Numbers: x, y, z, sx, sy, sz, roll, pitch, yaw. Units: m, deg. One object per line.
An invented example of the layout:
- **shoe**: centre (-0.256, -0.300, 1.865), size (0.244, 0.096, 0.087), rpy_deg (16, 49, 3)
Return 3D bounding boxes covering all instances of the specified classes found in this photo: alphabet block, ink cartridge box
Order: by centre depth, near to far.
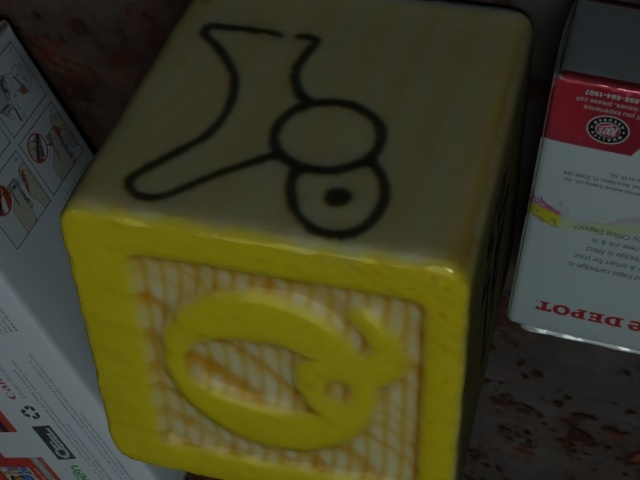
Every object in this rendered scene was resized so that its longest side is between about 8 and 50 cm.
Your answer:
- **ink cartridge box**: centre (0.174, -0.025, 0.657), size (0.128, 0.072, 0.175), rpy_deg (12, 136, 9)
- **alphabet block**: centre (0.000, 0.000, 0.660), size (0.193, 0.197, 0.193), rpy_deg (9, 135, 14)
- **ink cartridge box**: centre (-0.255, 0.036, 0.844), size (0.272, 0.130, 0.309), rpy_deg (-7, 129, 29)
